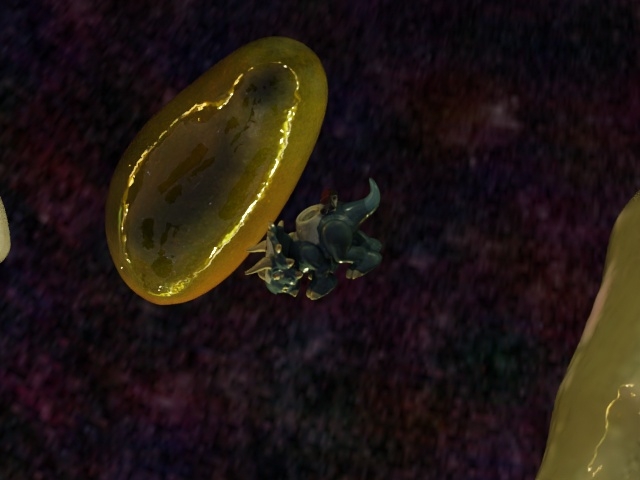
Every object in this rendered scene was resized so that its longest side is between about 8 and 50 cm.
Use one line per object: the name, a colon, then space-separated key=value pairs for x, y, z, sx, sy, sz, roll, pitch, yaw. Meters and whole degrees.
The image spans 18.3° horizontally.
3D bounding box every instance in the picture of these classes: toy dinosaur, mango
toy dinosaur: x=0.000 y=0.000 z=1.054 sx=0.083 sy=0.030 sz=0.047 roll=-27 pitch=116 yaw=16
mango: x=-0.081 y=-0.062 z=1.632 sx=0.289 sy=0.146 sz=0.129 roll=-46 pitch=58 yaw=32

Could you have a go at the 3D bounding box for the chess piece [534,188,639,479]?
chess piece: x=0.154 y=0.144 z=0.962 sx=0.234 sy=0.234 sz=0.442 roll=47 pitch=70 yaw=-15

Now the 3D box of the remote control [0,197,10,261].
remote control: x=-0.306 y=0.014 z=1.387 sx=0.190 sy=0.029 sz=0.087 roll=-27 pitch=66 yaw=9
